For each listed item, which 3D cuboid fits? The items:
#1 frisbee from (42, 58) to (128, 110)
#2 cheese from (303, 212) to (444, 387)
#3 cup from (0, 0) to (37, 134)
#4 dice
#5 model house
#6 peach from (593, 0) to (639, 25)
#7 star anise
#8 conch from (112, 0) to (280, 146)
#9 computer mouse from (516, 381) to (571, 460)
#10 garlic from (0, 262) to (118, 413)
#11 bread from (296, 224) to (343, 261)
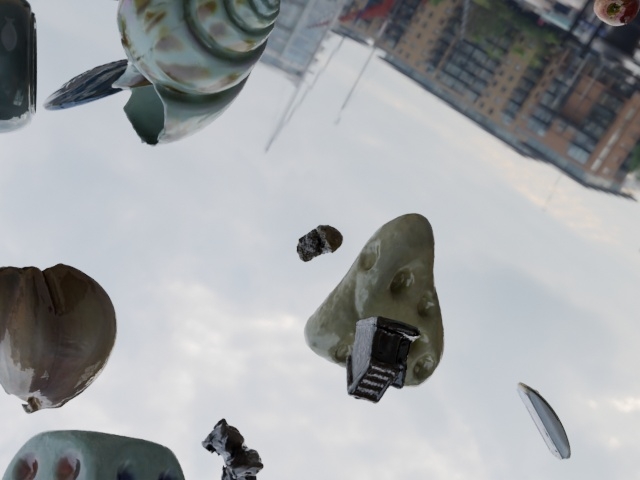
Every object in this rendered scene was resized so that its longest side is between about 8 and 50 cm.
[{"bbox_3d":[-0.460,-0.349,1.830,0.289,0.289,0.049,-90,-17,-68],"label":"frisbee"},{"bbox_3d":[0.177,0.140,1.787,0.328,0.351,0.129,33,-174,-32],"label":"cheese"},{"bbox_3d":[-0.614,-0.263,1.423,0.274,0.259,0.356,-1,-121,-16],"label":"cup"},{"bbox_3d":[-0.432,0.509,1.631,0.265,0.268,0.262,34,-127,-50],"label":"dice"},{"bbox_3d":[0.117,0.222,1.562,0.165,0.152,0.106,20,169,-34],"label":"model house"},{"bbox_3d":[0.658,-0.526,1.913,0.101,0.100,0.101,26,-161,-10],"label":"peach"},{"bbox_3d":[-0.210,0.529,2.064,0.110,0.257,0.198,-25,-117,-21],"label":"star anise"},{"bbox_3d":[-0.183,-0.269,1.211,0.197,0.249,0.368,-8,-177,-18],"label":"conch"},{"bbox_3d":[0.509,0.404,1.947,0.199,0.045,0.102,61,173,-3],"label":"computer mouse"},{"bbox_3d":[-0.412,0.143,1.311,0.217,0.228,0.110,-7,174,-34],"label":"garlic"},{"bbox_3d":[0.000,0.000,1.889,0.060,0.113,0.082,57,-141,-12],"label":"bread"}]
